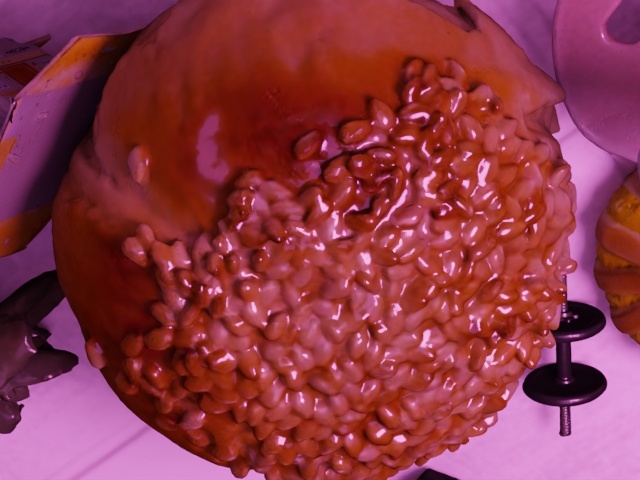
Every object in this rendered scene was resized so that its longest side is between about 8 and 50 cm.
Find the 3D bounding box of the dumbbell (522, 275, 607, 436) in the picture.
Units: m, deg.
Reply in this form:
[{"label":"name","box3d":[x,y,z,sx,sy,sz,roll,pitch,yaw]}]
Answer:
[{"label":"dumbbell","box3d":[0.196,0.090,1.518,0.069,0.069,0.147,-4,111,1]}]

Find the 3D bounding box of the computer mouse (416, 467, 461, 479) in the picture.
[{"label":"computer mouse","box3d":[0.164,0.312,1.586,0.269,0.100,0.170,22,107,-8]}]

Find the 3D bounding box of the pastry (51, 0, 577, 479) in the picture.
[{"label":"pastry","box3d":[0.000,0.000,1.375,0.410,0.245,0.409,-2,120,-3]}]

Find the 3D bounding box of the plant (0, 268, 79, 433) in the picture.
[{"label":"plant","box3d":[-0.344,0.089,1.441,0.312,0.215,0.213,12,107,-8]}]

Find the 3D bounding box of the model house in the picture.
[{"label":"model house","box3d":[-0.243,-0.104,1.400,0.136,0.219,0.207,33,113,11]}]

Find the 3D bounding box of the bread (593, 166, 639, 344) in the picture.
[{"label":"bread","box3d":[0.316,0.021,1.477,0.213,0.105,0.213,1,113,1]}]

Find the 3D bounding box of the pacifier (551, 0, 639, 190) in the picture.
[{"label":"pacifier","box3d":[0.304,-0.090,1.316,0.332,0.220,0.273,44,73,2]}]
